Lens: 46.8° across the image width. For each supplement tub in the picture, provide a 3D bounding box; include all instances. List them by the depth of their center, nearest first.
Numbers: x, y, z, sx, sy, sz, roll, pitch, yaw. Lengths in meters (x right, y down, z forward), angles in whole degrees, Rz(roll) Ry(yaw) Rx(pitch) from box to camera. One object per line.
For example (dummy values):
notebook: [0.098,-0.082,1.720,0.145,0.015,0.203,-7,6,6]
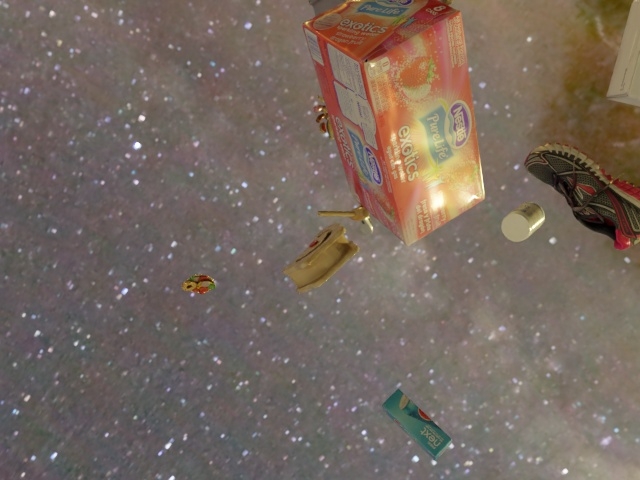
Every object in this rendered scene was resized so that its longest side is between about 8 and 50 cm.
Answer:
supplement tub: [0.470,-0.045,1.711,0.071,0.071,0.107,47,-143,12]

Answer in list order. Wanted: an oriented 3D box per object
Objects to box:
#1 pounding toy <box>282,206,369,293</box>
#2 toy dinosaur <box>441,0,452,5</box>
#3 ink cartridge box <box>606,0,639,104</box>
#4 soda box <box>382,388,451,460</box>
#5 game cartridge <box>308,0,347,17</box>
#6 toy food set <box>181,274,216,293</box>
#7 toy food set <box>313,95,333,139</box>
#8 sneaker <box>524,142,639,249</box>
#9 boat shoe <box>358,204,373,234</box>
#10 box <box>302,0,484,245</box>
pounding toy: [0.000,0.000,1.969,0.269,0.154,0.155,-42,-77,-22]
toy dinosaur: [0.234,-0.553,1.632,0.092,0.053,0.183,55,180,-27]
ink cartridge box: [0.720,-0.341,1.409,0.278,0.201,0.117,12,-172,-2]
soda box: [0.276,0.528,2.123,0.071,0.067,0.210,-42,-115,-14]
game cartridge: [0.096,-0.393,1.421,0.068,0.230,0.355,-13,-92,-40]
toy food set: [-0.330,0.120,2.019,0.083,0.082,0.020,34,-146,-41]
toy food set: [0.006,-0.358,2.162,0.078,0.019,0.122,21,-121,-47]
sneaker: [0.545,-0.099,1.528,0.299,0.112,0.121,39,168,33]
boat shoe: [0.164,-0.074,2.703,0.040,0.049,0.142,-66,-31,-30]
box: [0.105,-0.163,0.976,0.142,0.300,0.154,-31,-137,-12]
